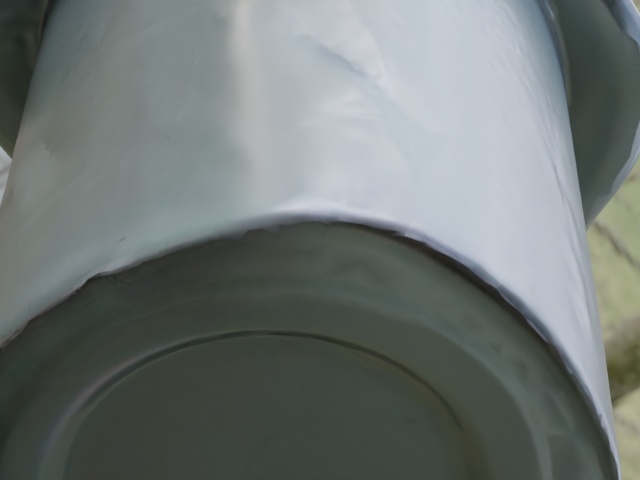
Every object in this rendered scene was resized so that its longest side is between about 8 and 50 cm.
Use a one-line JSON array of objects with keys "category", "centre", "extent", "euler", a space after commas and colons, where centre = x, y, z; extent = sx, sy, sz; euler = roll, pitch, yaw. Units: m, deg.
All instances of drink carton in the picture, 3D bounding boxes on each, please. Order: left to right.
[{"category": "drink carton", "centre": [0.000, 0.000, 0.494], "extent": [0.191, 0.185, 0.189], "euler": [53, 18, -31]}]
